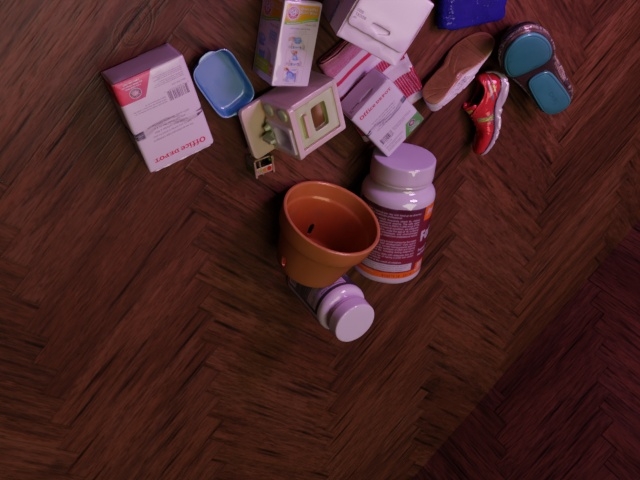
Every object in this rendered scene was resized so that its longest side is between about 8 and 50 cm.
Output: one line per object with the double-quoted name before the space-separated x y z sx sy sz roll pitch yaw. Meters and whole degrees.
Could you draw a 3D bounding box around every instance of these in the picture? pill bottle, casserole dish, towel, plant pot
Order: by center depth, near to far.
"casserole dish" -0.239 -0.385 1.675 0.114 0.037 0.188 -40 136 -5
"towel" 0.421 -0.744 1.877 0.228 0.076 0.308 -16 130 -18
"towel" 0.152 -0.448 1.916 0.237 0.037 0.329 -41 136 -3
"plant pot" 0.000 0.000 1.977 0.291 0.291 0.203 -6 139 -33
"pill bottle" 0.227 -0.084 2.100 0.224 0.224 0.392 -14 129 -28
"pill bottle" 0.032 0.171 2.100 0.161 0.283 0.161 -19 131 -24

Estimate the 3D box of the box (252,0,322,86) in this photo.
"box" -0.082 -0.487 1.658 0.103 0.114 0.203 -6 124 -31

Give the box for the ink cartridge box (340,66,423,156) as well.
"ink cartridge box" 0.169 -0.356 1.914 0.153 0.087 0.208 -46 138 6

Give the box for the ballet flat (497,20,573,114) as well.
"ballet flat" 0.641 -0.556 2.098 0.164 0.182 0.483 -25 151 25

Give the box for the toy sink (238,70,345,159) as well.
"toy sink" -0.067 -0.307 1.757 0.234 0.131 0.152 -37 134 -24

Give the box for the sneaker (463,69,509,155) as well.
"sneaker" 0.505 -0.405 2.181 0.118 0.107 0.279 -4 121 -13

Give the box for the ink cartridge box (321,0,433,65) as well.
"ink cartridge box" 0.128 -0.557 1.634 0.171 0.232 0.168 20 118 -24

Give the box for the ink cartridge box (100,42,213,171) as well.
"ink cartridge box" -0.372 -0.304 1.591 0.172 0.100 0.237 -29 133 -16

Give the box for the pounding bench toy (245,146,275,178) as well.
"pounding bench toy" -0.160 -0.221 1.841 0.065 0.052 0.083 -23 132 -21

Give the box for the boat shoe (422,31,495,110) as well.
"boat shoe" 0.405 -0.497 2.034 0.277 0.098 0.096 -45 159 -3
